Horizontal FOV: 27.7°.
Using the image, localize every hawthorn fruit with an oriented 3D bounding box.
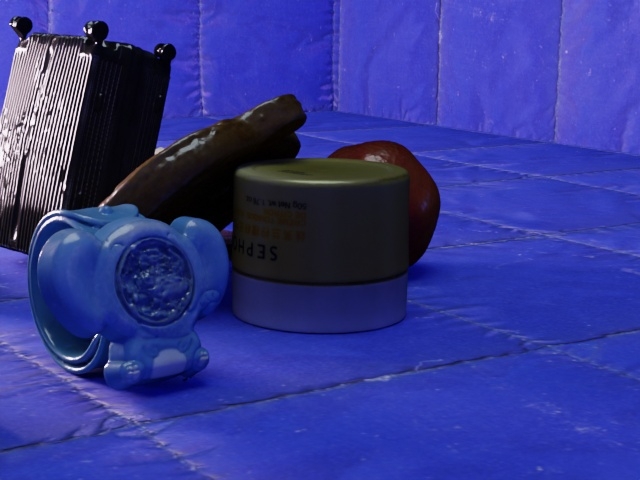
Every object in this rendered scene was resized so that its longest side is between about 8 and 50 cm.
[{"bbox_3d":[0.073,-0.028,1.820,0.197,0.196,0.225,1,41,1],"label":"hawthorn fruit"}]

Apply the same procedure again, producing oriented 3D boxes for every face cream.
[{"bbox_3d":[0.000,0.000,1.590,0.218,0.179,0.218,1,11,0],"label":"face cream"}]

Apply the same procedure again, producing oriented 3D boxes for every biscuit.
[{"bbox_3d":[-0.163,-0.072,1.683,0.070,0.350,0.394,49,12,8],"label":"biscuit"}]

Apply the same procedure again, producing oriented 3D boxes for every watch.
[{"bbox_3d":[-0.219,0.058,1.334,0.211,0.210,0.193,-8,0,-39],"label":"watch"}]

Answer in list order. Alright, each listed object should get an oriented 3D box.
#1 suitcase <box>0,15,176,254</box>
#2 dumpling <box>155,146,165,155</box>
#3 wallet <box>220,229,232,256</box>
[{"bbox_3d":[-0.353,-0.135,1.837,0.152,0.334,0.230,12,0,-44],"label":"suitcase"},{"bbox_3d":[-0.365,-0.083,2.219,0.179,0.131,0.252,-15,22,34],"label":"dumpling"},{"bbox_3d":[-0.162,0.000,1.968,0.111,0.030,0.166,-5,12,-25],"label":"wallet"}]
